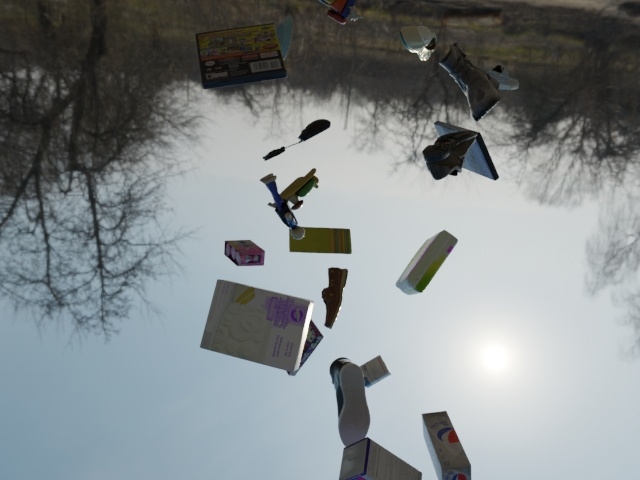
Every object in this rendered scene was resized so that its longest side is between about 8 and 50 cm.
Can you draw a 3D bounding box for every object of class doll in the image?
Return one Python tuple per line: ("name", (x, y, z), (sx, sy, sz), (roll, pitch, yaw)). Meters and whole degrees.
("doll", (-0.096, -0.082, 1.348), (0.046, 0.188, 0.129), (-30, -159, -8))

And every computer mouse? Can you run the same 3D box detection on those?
("computer mouse", (-0.078, -0.313, 1.577), (0.242, 0.041, 0.071), (-27, -167, 10))

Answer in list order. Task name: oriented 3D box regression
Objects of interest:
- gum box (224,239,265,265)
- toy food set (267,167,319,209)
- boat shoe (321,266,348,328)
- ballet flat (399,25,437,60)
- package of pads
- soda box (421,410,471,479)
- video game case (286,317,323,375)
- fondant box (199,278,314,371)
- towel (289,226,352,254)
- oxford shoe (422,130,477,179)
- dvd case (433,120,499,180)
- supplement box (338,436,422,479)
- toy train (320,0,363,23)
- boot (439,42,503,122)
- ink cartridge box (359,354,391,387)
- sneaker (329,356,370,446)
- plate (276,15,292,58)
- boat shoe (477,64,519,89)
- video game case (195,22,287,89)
("gum box", (-0.297, 0.049, 1.997), (0.107, 0.062, 0.188), (-2, -165, -27))
("toy food set", (-0.081, -0.161, 1.790), (0.218, 0.071, 0.128), (-43, -161, -15))
("boat shoe", (0.030, 0.153, 1.387), (0.060, 0.064, 0.177), (14, -116, 0))
("ballet flat", (0.307, -0.611, 1.552), (0.086, 0.086, 0.248), (13, -166, 21))
("package of pads", (0.469, 0.105, 2.291), (0.101, 0.296, 0.229), (38, 168, 2))
("soda box", (0.399, 0.670, 1.639), (0.091, 0.097, 0.286), (-7, -166, 1))
("video game case", (-0.108, 0.378, 2.023), (0.042, 0.210, 0.232), (19, -158, -43))
("fondant box", (-0.210, 0.280, 1.717), (0.331, 0.238, 0.096), (12, 174, 8))
("towel", (0.000, 0.000, 1.897), (0.238, 0.102, 0.021), (2, 162, -14))
("oxford shoe", (0.329, -0.215, 1.285), (0.083, 0.096, 0.227), (5, -149, 44))
("dvd case", (0.481, -0.302, 1.698), (0.022, 0.180, 0.253), (-37, -152, -3))
("supplement box", (0.174, 0.678, 1.463), (0.220, 0.111, 0.113), (36, -143, -16))
("toy train", (0.037, -0.736, 1.552), (0.144, 0.105, 0.248), (18, -155, -24))
("boot", (0.476, -0.525, 1.680), (0.223, 0.118, 0.338), (41, -150, -10))
("ink cartridge box", (0.227, 0.558, 2.176), (0.123, 0.052, 0.088), (-32, -124, 7))
("sneaker", (0.093, 0.519, 1.677), (0.105, 0.295, 0.147), (-5, -170, -10))
("plate", (-0.148, -0.742, 1.901), (0.024, 0.188, 0.188), (10, -165, -25))
("boat shoe", (0.658, -0.607, 1.890), (0.228, 0.081, 0.079), (-5, -151, -30))
("video game case", (-0.267, -0.618, 1.704), (0.275, 0.035, 0.248), (-11, -120, -6))
